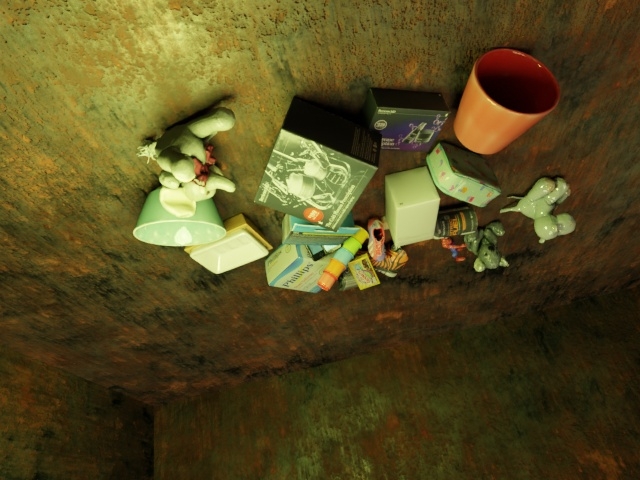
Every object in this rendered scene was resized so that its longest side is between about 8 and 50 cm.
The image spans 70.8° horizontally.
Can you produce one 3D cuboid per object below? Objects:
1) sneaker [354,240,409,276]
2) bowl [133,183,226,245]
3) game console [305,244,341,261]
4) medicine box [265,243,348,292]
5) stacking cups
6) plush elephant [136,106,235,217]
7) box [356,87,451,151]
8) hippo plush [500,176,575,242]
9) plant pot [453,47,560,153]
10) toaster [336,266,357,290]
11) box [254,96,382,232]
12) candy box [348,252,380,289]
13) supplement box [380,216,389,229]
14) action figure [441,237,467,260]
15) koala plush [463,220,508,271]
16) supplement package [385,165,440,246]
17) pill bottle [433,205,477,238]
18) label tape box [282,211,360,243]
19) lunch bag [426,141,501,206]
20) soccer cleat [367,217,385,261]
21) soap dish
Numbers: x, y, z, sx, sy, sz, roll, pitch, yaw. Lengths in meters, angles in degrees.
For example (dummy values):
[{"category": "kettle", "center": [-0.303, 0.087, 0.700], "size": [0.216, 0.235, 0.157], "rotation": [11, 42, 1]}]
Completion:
[{"category": "sneaker", "center": [0.301, 0.060, 2.222], "size": [0.321, 0.124, 0.180], "rotation": [16, 124, -34]}, {"category": "bowl", "center": [-0.493, -0.096, 1.594], "size": [0.312, 0.162, 0.311], "rotation": [-5, 164, -1]}, {"category": "game console", "center": [0.000, 0.000, 1.962], "size": [0.124, 0.143, 0.085], "rotation": [-28, 180, -41]}, {"category": "medicine box", "center": [-0.068, 0.109, 2.115], "size": [0.290, 0.149, 0.263], "rotation": [13, 140, -36]}, {"category": "stacking cups", "center": [0.089, 0.075, 2.001], "size": [0.316, 0.096, 0.096], "rotation": [-52, 151, -17]}, {"category": "plush elephant", "center": [-0.385, -0.218, 1.406], "size": [0.330, 0.271, 0.255], "rotation": [1, 143, 35]}, {"category": "box", "center": [0.267, -0.397, 1.504], "size": [0.262, 0.103, 0.184], "rotation": [-2, 143, -17]}, {"category": "hippo plush", "center": [1.035, -0.134, 2.049], "size": [0.295, 0.236, 0.234], "rotation": [-10, 148, -6]}, {"category": "plant pot", "center": [0.567, -0.423, 1.441], "size": [0.275, 0.274, 0.243], "rotation": [-5, 155, -12]}, {"category": "toaster", "center": [0.160, 0.179, 2.314], "size": [0.147, 0.129, 0.227], "rotation": [-10, 160, -9]}, {"category": "box", "center": [-0.015, -0.235, 1.486], "size": [0.313, 0.178, 0.343], "rotation": [21, 139, -9]}, {"category": "candy box", "center": [0.207, 0.152, 2.167], "size": [0.105, 0.027, 0.205], "rotation": [-19, 130, 12]}, {"category": "supplement box", "center": [0.326, -0.086, 2.058], "size": [0.099, 0.036, 0.062], "rotation": [-12, 148, -2]}, {"category": "action figure", "center": [0.703, 0.012, 2.296], "size": [0.139, 0.091, 0.280], "rotation": [-24, 148, 28]}, {"category": "koala plush", "center": [0.843, 0.051, 2.281], "size": [0.197, 0.221, 0.203], "rotation": [-11, 148, -3]}, {"category": "supplement package", "center": [0.373, -0.134, 1.870], "size": [0.176, 0.177, 0.292], "rotation": [-13, 148, 0]}, {"category": "pill bottle", "center": [0.581, -0.077, 2.075], "size": [0.246, 0.130, 0.130], "rotation": [-10, 147, -4]}, {"category": "label tape box", "center": [-0.008, -0.062, 1.776], "size": [0.250, 0.115, 0.347], "rotation": [2, 168, -11]}, {"category": "lunch bag", "center": [0.544, -0.254, 1.714], "size": [0.280, 0.223, 0.108], "rotation": [15, 135, -27]}, {"category": "soccer cleat", "center": [0.261, 0.010, 2.063], "size": [0.083, 0.095, 0.247], "rotation": [-12, 125, -3]}, {"category": "soap dish", "center": [-0.381, 0.015, 1.887], "size": [0.291, 0.118, 0.229], "rotation": [-22, 147, 13]}]
